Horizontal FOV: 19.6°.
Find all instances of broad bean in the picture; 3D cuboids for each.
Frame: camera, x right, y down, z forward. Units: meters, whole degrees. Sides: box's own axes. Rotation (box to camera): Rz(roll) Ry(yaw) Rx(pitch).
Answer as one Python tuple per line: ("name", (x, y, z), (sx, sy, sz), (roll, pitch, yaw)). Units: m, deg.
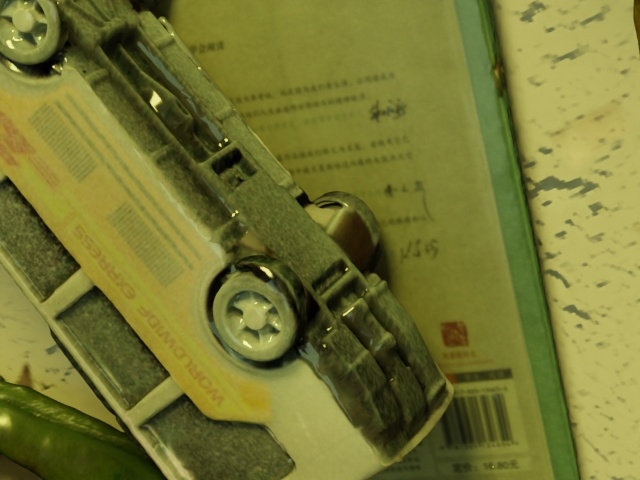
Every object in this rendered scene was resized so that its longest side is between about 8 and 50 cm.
("broad bean", (-0.094, 0.138, 0.932), (0.318, 0.056, 0.098), (18, 130, 31))

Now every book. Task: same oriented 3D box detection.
("book", (0.000, 0.000, 0.879), (0.215, 0.025, 0.282), (-4, 106, 23))

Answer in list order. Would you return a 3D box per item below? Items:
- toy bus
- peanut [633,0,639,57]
("toy bus", (-0.090, -0.025, 0.837), (0.138, 0.097, 0.342), (-37, 91, 32))
("peanut", (0.176, -0.144, 0.712), (0.110, 0.120, 0.236), (7, 113, 27))
